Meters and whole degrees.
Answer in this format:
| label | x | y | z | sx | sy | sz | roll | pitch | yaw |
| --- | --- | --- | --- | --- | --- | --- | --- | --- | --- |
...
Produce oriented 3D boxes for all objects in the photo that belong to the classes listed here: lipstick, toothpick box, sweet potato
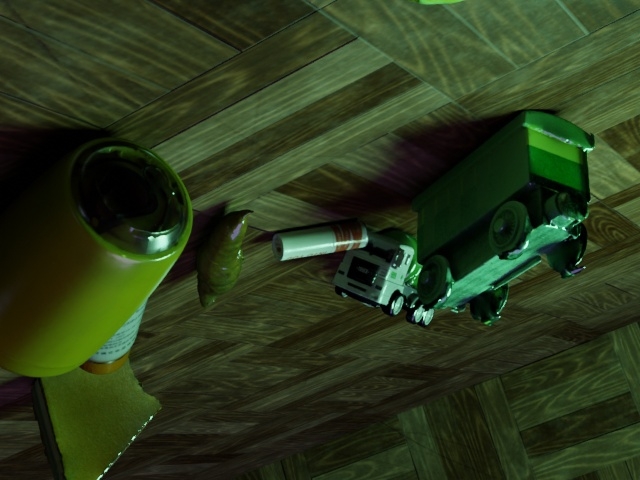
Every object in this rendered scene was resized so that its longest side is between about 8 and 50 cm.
| label | x | y | z | sx | sy | sz | roll | pitch | yaw |
| --- | --- | --- | --- | --- | --- | --- | --- | --- | --- |
| lipstick | 0.000 | 0.000 | 1.615 | 0.130 | 0.038 | 0.038 | -9 | 161 | -25 |
| toothpick box | -0.247 | 0.014 | 1.200 | 0.175 | 0.175 | 0.271 | -2 | 154 | -41 |
| sweet potato | -0.129 | 0.025 | 1.530 | 0.067 | 0.067 | 0.274 | -12 | 160 | -19 |

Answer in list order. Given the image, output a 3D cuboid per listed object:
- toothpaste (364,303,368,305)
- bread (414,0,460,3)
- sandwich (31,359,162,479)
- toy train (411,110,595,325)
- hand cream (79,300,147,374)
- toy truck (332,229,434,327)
| label | x | y | z | sx | sy | sz | roll | pitch | yaw |
| --- | --- | --- | --- | --- | --- | --- | --- | --- | --- |
| toothpaste | 0.102 | 0.081 | 1.955 | 0.075 | 0.048 | 0.301 | -31 | 163 | 6 |
| bread | 0.115 | -0.243 | 0.926 | 0.130 | 0.071 | 0.139 | -11 | 160 | -30 |
| sandwich | -0.353 | 0.309 | 1.913 | 0.186 | 0.220 | 0.108 | -9 | 160 | -24 |
| toy train | 0.228 | -0.022 | 1.508 | 0.120 | 0.202 | 0.301 | 18 | 148 | -23 |
| hand cream | -0.280 | 0.082 | 1.519 | 0.139 | 0.089 | 0.314 | -11 | 158 | -23 |
| toy truck | 0.113 | 0.050 | 1.752 | 0.101 | 0.125 | 0.242 | 23 | -179 | 26 |
